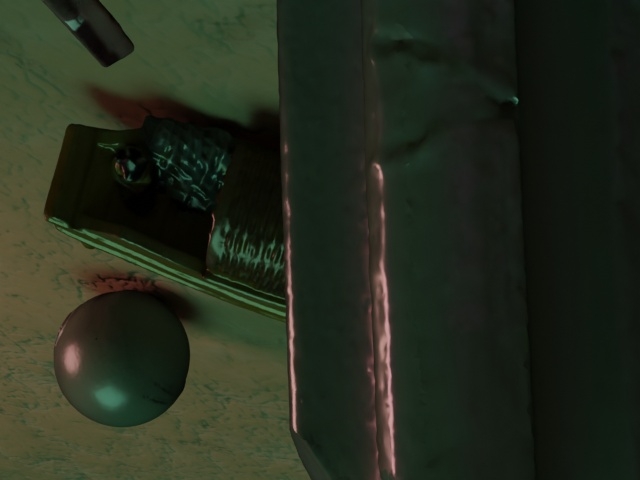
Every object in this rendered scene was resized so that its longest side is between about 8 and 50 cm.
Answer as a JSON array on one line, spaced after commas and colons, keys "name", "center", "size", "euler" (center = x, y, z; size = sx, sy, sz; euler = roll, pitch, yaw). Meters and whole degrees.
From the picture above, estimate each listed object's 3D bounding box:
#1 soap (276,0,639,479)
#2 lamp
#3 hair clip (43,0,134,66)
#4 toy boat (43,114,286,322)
[{"name": "soap", "center": [0.121, -0.024, 0.657], "size": [0.257, 0.302, 0.159], "euler": [-2, 178, -18]}, {"name": "lamp", "center": [-0.148, 0.088, 1.275], "size": [0.105, 0.105, 0.105], "euler": [15, 159, 6]}, {"name": "hair clip", "center": [-0.100, -0.152, 0.746], "size": [0.138, 0.102, 0.123], "euler": [43, 173, 34]}, {"name": "toy boat", "center": [0.000, 0.000, 0.955], "size": [0.310, 0.089, 0.115], "euler": [18, 168, -3]}]
